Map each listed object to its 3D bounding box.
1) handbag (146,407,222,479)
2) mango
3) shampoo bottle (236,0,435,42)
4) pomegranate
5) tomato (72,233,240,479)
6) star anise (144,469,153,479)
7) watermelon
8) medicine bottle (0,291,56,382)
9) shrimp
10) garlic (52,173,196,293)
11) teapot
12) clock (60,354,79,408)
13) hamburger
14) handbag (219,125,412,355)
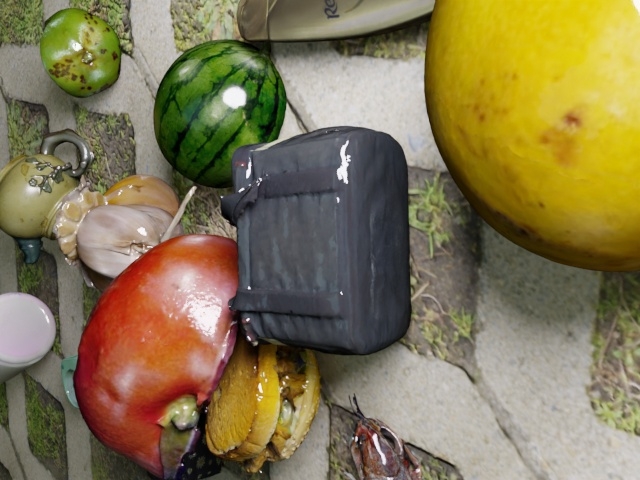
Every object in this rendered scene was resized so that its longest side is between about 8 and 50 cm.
[{"bbox_3d":[-0.220,0.336,0.964,0.072,0.139,0.115,6,99,29],"label":"handbag"},{"bbox_3d":[0.225,-0.199,0.438,0.300,0.232,0.446,8,94,44],"label":"mango"},{"bbox_3d":[0.041,-0.290,0.679,0.350,0.084,0.126,3,100,42],"label":"shampoo bottle"},{"bbox_3d":[-0.407,-0.331,1.052,0.122,0.143,0.169,-33,27,6],"label":"pomegranate"},{"bbox_3d":[-0.231,0.136,0.838,0.290,0.176,0.335,-102,34,-63],"label":"tomato"},{"bbox_3d":[-0.282,0.345,1.052,0.195,0.065,0.183,130,136,-52],"label":"star anise"},{"bbox_3d":[-0.156,-0.184,0.842,0.232,0.127,0.204,-44,64,31],"label":"watermelon"},{"bbox_3d":[-0.736,0.236,1.388,0.293,0.170,0.170,-29,77,41],"label":"medicine bottle"},{"bbox_3d":[0.074,0.277,0.744,0.190,0.074,0.073,63,149,8],"label":"shrimp"},{"bbox_3d":[-0.297,-0.027,0.923,0.256,0.207,0.207,-44,67,54],"label":"garlic"},{"bbox_3d":[-0.516,-0.079,1.172,0.182,0.173,0.269,33,94,-5],"label":"teapot"},{"bbox_3d":[-0.495,0.306,1.269,0.101,0.041,0.135,-12,89,41],"label":"clock"},{"bbox_3d":[-0.080,0.213,0.813,0.181,0.117,0.191,-20,58,58],"label":"hamburger"},{"bbox_3d":[0.000,0.000,0.696,0.181,0.181,0.255,0,96,34],"label":"handbag"}]
